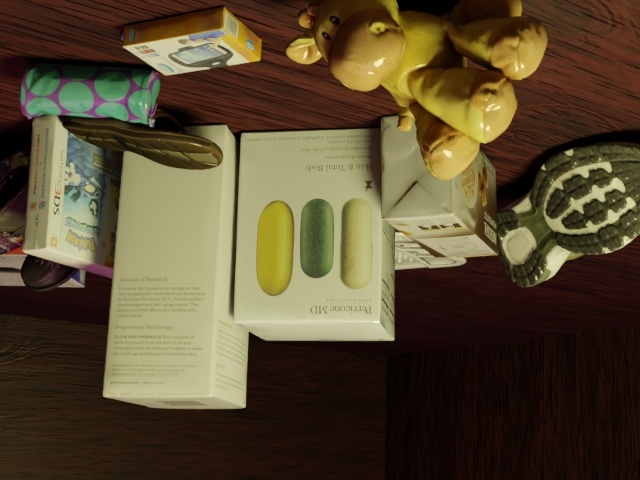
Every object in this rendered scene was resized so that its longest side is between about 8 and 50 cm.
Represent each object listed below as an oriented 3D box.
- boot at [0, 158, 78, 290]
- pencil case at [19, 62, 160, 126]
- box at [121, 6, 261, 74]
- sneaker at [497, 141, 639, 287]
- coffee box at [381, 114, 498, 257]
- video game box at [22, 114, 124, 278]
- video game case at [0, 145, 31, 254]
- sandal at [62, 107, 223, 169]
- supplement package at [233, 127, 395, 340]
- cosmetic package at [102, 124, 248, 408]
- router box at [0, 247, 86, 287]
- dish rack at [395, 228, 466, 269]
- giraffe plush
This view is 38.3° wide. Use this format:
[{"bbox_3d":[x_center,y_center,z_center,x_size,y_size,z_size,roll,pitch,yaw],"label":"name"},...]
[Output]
[{"bbox_3d":[-0.430,-0.023,1.360,0.263,0.091,0.229,-44,158,21],"label":"boot"},{"bbox_3d":[-0.263,-0.167,1.057,0.151,0.065,0.070,4,142,-5],"label":"pencil case"},{"bbox_3d":[-0.140,-0.205,0.962,0.136,0.028,0.081,-6,165,24],"label":"box"},{"bbox_3d":[0.404,-0.063,1.363,0.182,0.158,0.410,-27,175,-21],"label":"sneaker"},{"bbox_3d":[0.166,-0.068,1.254,0.098,0.141,0.246,-4,165,23],"label":"coffee box"},{"bbox_3d":[-0.323,-0.054,1.280,0.048,0.187,0.205,-4,166,24],"label":"video game box"},{"bbox_3d":[-0.461,-0.059,1.420,0.210,0.042,0.232,-26,164,3],"label":"video game case"},{"bbox_3d":[-0.228,-0.142,1.191,0.219,0.060,0.090,13,165,19],"label":"sandal"},{"bbox_3d":[0.000,0.000,1.295,0.199,0.263,0.198,-1,167,9],"label":"supplement package"},{"bbox_3d":[-0.183,0.042,1.278,0.155,0.366,0.197,-2,164,9],"label":"cosmetic package"},{"bbox_3d":[-0.672,0.023,1.885,0.301,0.082,0.335,1,167,3],"label":"router box"},{"bbox_3d":[0.075,-0.002,1.699,0.332,0.072,0.285,-6,165,30],"label":"dish rack"},{"bbox_3d":[0.071,-0.178,0.836,0.170,0.181,0.210,20,-166,-27],"label":"giraffe plush"}]
